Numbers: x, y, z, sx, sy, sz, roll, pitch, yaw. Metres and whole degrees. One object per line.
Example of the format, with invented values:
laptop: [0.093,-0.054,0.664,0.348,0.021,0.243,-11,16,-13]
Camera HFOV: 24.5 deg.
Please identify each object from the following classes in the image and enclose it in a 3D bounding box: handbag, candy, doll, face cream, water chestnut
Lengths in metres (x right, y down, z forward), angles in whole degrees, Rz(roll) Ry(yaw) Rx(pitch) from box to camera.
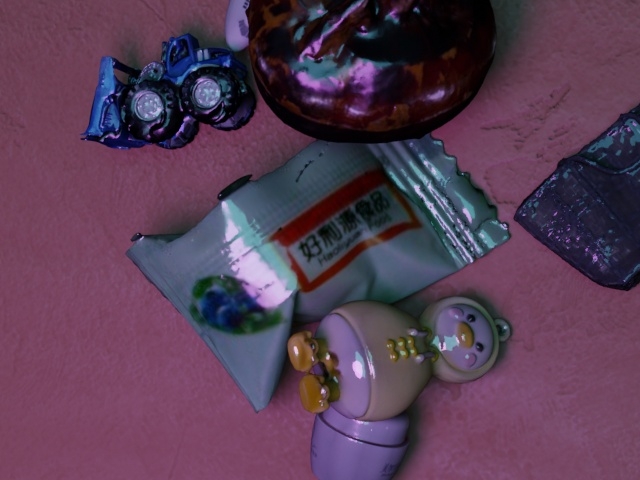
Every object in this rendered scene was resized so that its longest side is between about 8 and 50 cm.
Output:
handbag: [0.374,-0.060,1.730,0.270,0.088,0.175,-40,74,7]
candy: [0.000,0.001,1.779,0.398,0.172,0.263,-34,92,-12]
doll: [0.101,0.126,1.706,0.296,0.117,0.141,-13,76,-24]
face cream: [0.046,0.239,1.760,0.117,0.117,0.104,20,101,11]
water chestnut: [0.060,-0.253,1.678,0.300,0.300,0.300,0,88,11]

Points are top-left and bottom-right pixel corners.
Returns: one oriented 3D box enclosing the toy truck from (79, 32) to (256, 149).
toy truck: [-0.194,-0.181,1.827,0.208,0.113,0.126,-16,85,10]

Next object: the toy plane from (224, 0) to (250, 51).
toy plane: [-0.057,-0.351,1.808,0.251,0.101,0.255,19,109,-24]
